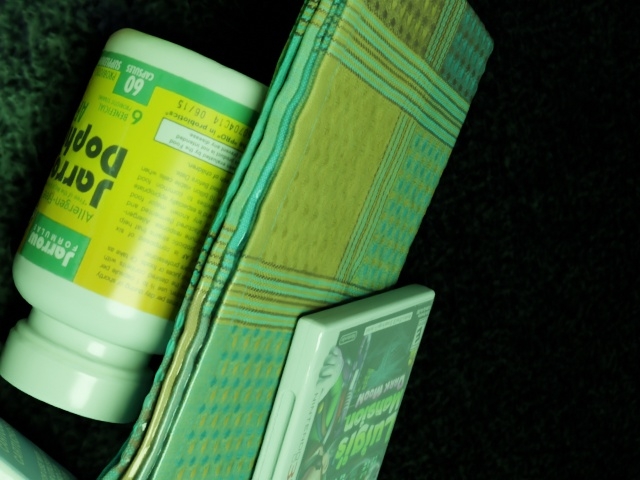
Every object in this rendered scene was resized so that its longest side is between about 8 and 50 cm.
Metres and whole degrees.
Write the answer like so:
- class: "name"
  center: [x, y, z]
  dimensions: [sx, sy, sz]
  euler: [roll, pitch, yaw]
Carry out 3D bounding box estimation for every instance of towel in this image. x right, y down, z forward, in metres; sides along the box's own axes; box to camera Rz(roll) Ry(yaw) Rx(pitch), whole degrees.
- class: "towel"
  center: [0.000, 0.000, 0.739]
  dimensions: [0.370, 0.040, 0.271]
  euler: [-68, 158, -1]

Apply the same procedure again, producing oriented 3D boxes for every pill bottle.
- class: "pill bottle"
  center: [-0.107, -0.006, 0.692]
  dimensions: [0.117, 0.117, 0.208]
  euler: [23, 91, -35]

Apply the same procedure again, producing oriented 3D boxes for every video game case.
- class: "video game case"
  center: [0.013, 0.121, 0.794]
  dimensions: [0.190, 0.022, 0.173]
  euler: [-10, 119, -64]

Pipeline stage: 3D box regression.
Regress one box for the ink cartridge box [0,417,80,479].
- class: "ink cartridge box"
  center: [-0.225, 0.233, 0.640]
  dimensions: [0.395, 0.151, 0.270]
  euler: [46, 77, -23]
